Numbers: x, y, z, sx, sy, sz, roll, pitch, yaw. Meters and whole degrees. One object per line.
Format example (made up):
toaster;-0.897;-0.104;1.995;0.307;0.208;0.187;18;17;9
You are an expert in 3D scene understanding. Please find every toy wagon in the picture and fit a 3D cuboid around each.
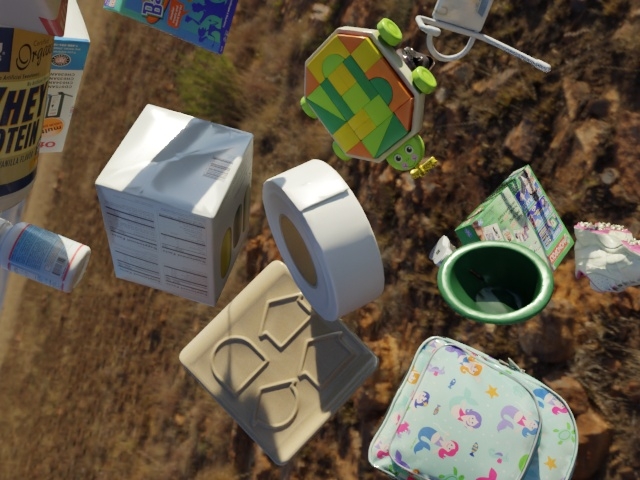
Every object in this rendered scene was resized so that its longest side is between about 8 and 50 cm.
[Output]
toy wagon;0.114;-0.273;1.360;0.267;0.344;0.068;-37;-1;38

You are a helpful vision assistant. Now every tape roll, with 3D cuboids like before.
tape roll;0.000;0.000;1.189;0.286;0.100;0.286;56;162;29

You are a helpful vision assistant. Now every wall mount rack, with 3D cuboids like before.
wall mount rack;0.380;-0.515;1.384;0.131;0.304;0.350;-95;21;-55

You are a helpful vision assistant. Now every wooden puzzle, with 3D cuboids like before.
wooden puzzle;-0.093;0.271;1.481;0.322;0.348;0.080;-45;-13;-8

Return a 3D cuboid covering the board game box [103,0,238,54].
board game box;-0.218;-0.401;1.019;0.047;0.210;0.160;25;102;36

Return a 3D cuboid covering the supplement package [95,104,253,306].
supplement package;-0.243;-0.055;1.147;0.263;0.197;0.199;101;-174;-52

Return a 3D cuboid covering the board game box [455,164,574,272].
board game box;0.424;-0.007;1.396;0.046;0.214;0.317;-25;9;46

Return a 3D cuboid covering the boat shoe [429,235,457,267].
boat shoe;0.378;0.046;1.930;0.080;0.076;0.228;-54;2;9

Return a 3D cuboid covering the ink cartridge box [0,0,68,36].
ink cartridge box;-0.184;-0.245;0.372;0.158;0.092;0.218;-155;74;-70

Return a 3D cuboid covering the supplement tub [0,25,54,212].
supplement tub;-0.416;-0.204;0.710;0.228;0.228;0.316;-120;43;-56

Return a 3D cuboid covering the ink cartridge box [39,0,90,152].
ink cartridge box;-0.467;-0.264;0.967;0.233;0.171;0.168;-53;55;43

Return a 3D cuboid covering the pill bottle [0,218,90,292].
pill bottle;-0.483;0.022;1.110;0.087;0.160;0.087;-157;90;-81

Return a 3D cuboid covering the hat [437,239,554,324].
hat;0.304;0.119;1.115;0.184;0.208;0.173;79;-169;-48

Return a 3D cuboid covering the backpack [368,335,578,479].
backpack;0.217;0.270;0.896;0.225;0.253;0.191;-60;-13;-13

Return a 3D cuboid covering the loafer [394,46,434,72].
loafer;0.272;-0.514;1.881;0.095;0.109;0.302;-27;4;16

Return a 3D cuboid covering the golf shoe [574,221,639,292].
golf shoe;0.615;0.054;1.307;0.306;0.115;0.140;-126;42;-73
